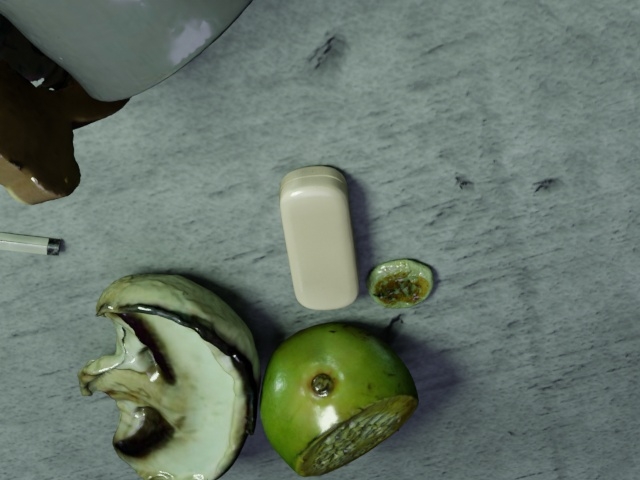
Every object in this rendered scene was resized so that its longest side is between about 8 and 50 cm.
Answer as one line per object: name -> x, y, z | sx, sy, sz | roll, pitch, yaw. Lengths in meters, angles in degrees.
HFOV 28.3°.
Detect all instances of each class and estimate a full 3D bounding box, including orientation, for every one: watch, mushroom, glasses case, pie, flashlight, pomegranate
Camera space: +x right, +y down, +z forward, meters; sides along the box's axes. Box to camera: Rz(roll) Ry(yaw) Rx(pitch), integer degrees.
watch -> -0.183, -0.242, 1.107 | 0.327, 0.335, 0.314 | -26, 127, 32
mushroom -> -0.188, 0.164, 1.604 | 0.247, 0.130, 0.344 | 4, 131, 17
glasses case -> 0.000, 0.000, 1.504 | 0.083, 0.050, 0.196 | -3, 131, 5
pie -> 0.100, 0.054, 1.574 | 0.085, 0.017, 0.085 | -1, 132, -1
flashlight -> -0.354, 0.004, 1.523 | 0.083, 0.018, 0.018 | 7, 129, -7
pomegranate -> 0.030, 0.183, 1.608 | 0.241, 0.159, 0.190 | -6, 144, -38
